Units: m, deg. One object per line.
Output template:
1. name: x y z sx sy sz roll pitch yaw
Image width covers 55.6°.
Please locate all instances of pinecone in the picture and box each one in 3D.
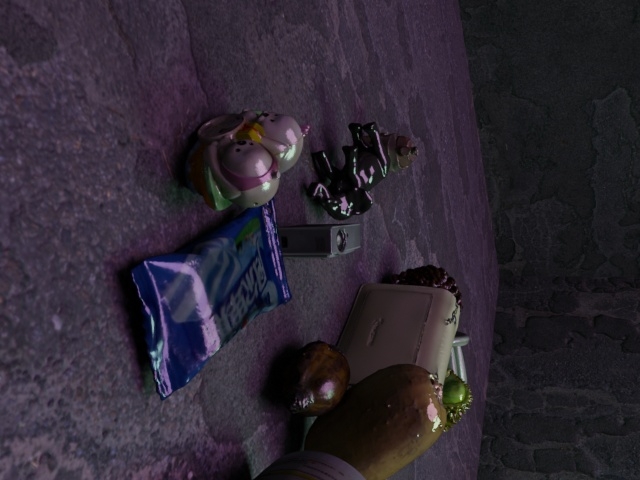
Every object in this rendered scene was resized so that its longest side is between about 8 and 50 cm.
1. pinecone: 0.279 0.180 1.649 0.221 0.222 0.221 -1 90 -66

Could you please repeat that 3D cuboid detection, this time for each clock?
1. clock: -0.103 -0.118 0.860 0.231 0.144 0.103 -64 144 -44

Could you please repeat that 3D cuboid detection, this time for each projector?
1. projector: 0.000 0.000 1.128 0.147 0.115 0.061 -11 98 -66

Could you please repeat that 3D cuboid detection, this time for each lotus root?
1. lotus root: 0.077 0.356 1.107 0.151 0.343 0.169 43 14 -45
2. lotus root: -0.012 0.252 1.086 0.209 0.120 0.120 -36 122 -65

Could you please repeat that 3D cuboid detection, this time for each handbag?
1. handbag: 0.171 0.264 1.364 0.358 0.237 0.160 -62 141 -48

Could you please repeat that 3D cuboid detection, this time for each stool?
1. stool: 0.339 0.368 1.797 0.195 0.195 0.198 6 85 -66

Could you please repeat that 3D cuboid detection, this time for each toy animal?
1. toy animal: 0.066 -0.138 1.252 0.245 0.115 0.146 -37 127 -22

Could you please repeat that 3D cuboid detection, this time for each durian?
1. durian: 0.268 0.420 1.609 0.200 0.237 0.176 -96 -158 -61

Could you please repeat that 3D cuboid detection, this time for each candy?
1. candy: -0.137 0.065 0.865 0.331 0.077 0.187 -36 120 -59

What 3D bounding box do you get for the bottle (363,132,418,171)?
1. bottle: 0.166 -0.212 1.464 0.099 0.152 0.098 -2 90 -67

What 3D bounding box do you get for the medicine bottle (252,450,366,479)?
1. medicine bottle: -0.045 0.454 0.867 0.232 0.238 0.237 -11 100 -68
